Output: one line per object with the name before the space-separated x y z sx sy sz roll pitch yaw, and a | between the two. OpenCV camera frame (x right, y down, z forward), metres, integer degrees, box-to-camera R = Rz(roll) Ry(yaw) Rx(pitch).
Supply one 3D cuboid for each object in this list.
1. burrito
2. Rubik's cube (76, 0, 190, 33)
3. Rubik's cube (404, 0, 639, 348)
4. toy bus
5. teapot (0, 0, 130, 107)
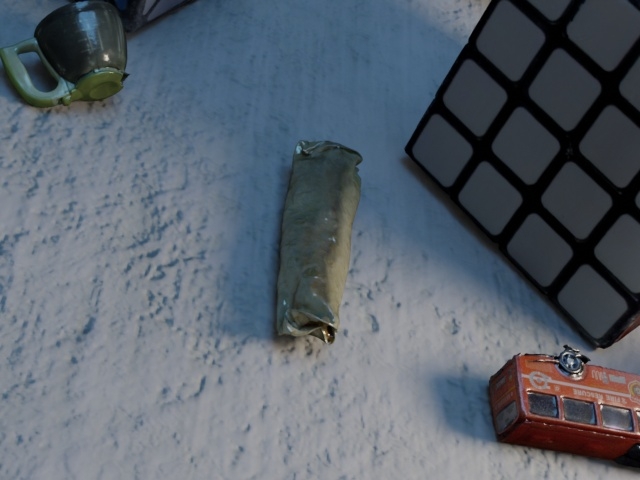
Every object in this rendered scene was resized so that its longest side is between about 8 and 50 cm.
burrito | 0.000 0.000 1.071 0.082 0.059 0.275 13 44 -7
Rubik's cube | -0.215 -0.438 1.237 0.259 0.260 0.255 37 43 6
Rubik's cube | 0.367 -0.147 1.198 0.344 0.344 0.337 -22 62 -42
toy bus | 0.282 0.170 1.050 0.234 0.073 0.096 14 53 -15
teapot | -0.256 -0.184 1.112 0.091 0.124 0.092 67 11 16
